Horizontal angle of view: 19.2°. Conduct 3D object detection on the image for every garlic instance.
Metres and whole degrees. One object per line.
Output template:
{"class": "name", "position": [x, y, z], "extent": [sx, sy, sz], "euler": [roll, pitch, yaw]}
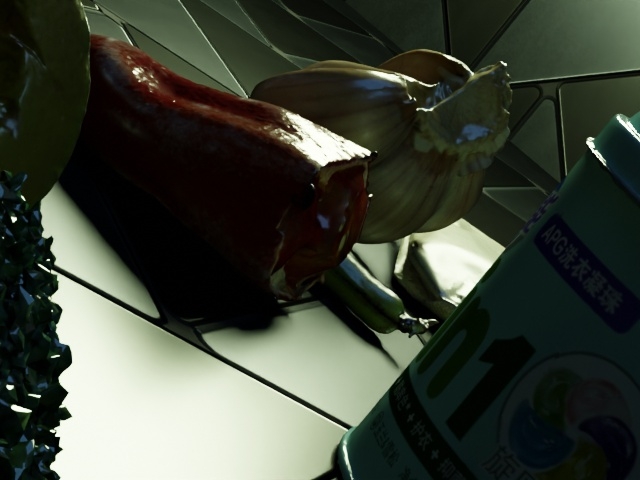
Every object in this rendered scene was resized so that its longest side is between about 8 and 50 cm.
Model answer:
{"class": "garlic", "position": [0.038, -0.072, 1.559], "extent": [0.191, 0.160, 0.214], "euler": [-5, 10, 44]}

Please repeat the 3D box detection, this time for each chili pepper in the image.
{"class": "chili pepper", "position": [-0.092, -0.062, 1.286], "extent": [0.252, 0.136, 0.144], "euler": [31, 55, 11]}

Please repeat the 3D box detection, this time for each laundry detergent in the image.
{"class": "laundry detergent", "position": [0.212, 0.093, 1.084], "extent": [0.287, 0.305, 0.287], "euler": [37, 12, -9]}

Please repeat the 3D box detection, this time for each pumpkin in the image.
{"class": "pumpkin", "position": [-0.223, -0.102, 0.933], "extent": [0.110, 0.217, 0.217], "euler": [-2, -19, 40]}

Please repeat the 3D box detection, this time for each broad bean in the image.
{"class": "broad bean", "position": [-0.002, 0.000, 1.445], "extent": [0.227, 0.039, 0.069], "euler": [46, 20, 27]}

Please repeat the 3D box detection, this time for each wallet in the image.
{"class": "wallet", "position": [0.202, 0.081, 1.676], "extent": [0.335, 0.068, 0.275], "euler": [35, 12, 8]}

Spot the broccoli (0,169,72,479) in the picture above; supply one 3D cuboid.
{"class": "broccoli", "position": [-0.165, 0.047, 0.513], "extent": [0.194, 0.194, 0.220], "euler": [30, 53, -39]}
